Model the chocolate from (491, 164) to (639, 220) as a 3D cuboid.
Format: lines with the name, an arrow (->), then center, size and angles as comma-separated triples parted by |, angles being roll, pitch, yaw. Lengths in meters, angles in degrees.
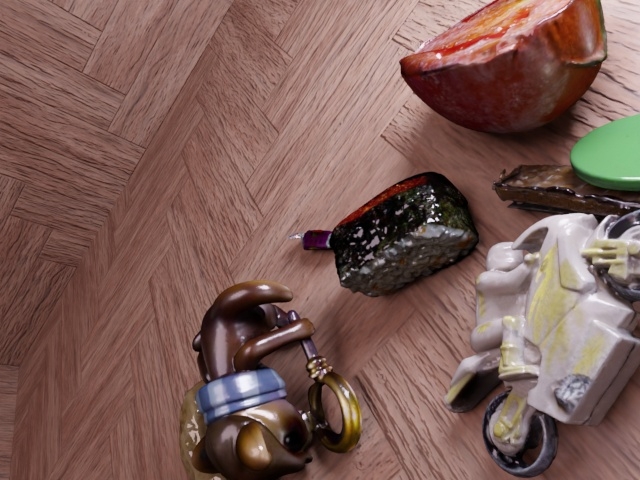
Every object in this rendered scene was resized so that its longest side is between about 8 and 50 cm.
chocolate -> 0.364, -0.050, 0.547 | 0.102, 0.065, 0.329 | -40, 33, -25

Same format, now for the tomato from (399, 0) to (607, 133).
tomato -> 0.265, -0.241, 0.675 | 0.309, 0.170, 0.309 | -29, 19, 11

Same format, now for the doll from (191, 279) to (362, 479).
doll -> -0.105, 0.239, 0.827 | 0.318, 0.209, 0.340 | -34, 52, 30

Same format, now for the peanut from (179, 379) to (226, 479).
peanut -> -0.185, 0.408, 0.893 | 0.291, 0.143, 0.159 | 57, 148, 39

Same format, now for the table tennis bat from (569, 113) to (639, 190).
table tennis bat -> 0.412, -0.109, 0.511 | 0.257, 0.039, 0.160 | -5, 36, 36

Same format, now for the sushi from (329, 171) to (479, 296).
sushi -> 0.126, -0.001, 0.742 | 0.225, 0.136, 0.126 | -35, 51, 24

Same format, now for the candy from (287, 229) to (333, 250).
candy -> 0.000, 0.000, 0.949 | 0.175, 0.045, 0.043 | 2, 87, 49

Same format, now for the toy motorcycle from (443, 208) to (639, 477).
toy motorcycle -> 0.257, 0.094, 0.559 | 0.340, 0.108, 0.223 | -66, 30, 16
